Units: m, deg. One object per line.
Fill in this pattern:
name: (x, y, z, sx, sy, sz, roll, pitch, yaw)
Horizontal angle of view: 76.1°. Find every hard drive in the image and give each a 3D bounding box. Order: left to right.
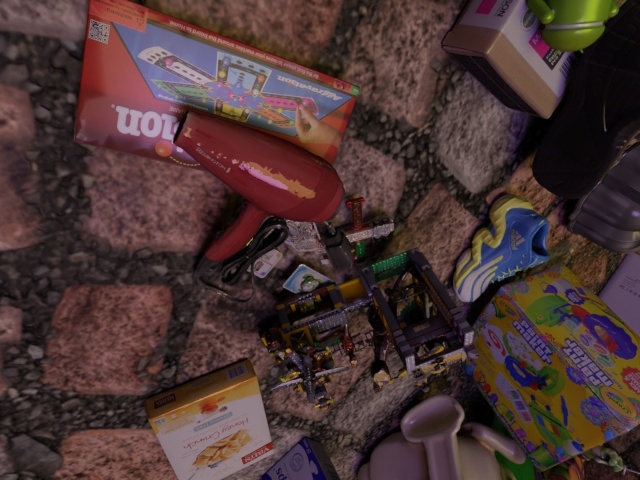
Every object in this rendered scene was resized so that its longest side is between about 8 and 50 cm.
hard drive: (0.868, 0.217, 1.127, 0.040, 0.210, 0.318, 7, 115, -33)

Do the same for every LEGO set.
LEGO set: (0.000, 0.000, 0.625, 0.244, 0.060, 0.182, 31, 106, -32)
LEGO set: (0.086, 0.179, 0.629, 0.332, 0.192, 0.254, -15, 136, -9)

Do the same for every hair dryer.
hair dryer: (-0.077, -0.021, 0.480, 0.224, 0.080, 0.293, -19, 133, 0)

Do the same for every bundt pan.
bundt pan: (0.681, -0.101, 0.828, 0.331, 0.124, 0.330, -22, 142, -18)

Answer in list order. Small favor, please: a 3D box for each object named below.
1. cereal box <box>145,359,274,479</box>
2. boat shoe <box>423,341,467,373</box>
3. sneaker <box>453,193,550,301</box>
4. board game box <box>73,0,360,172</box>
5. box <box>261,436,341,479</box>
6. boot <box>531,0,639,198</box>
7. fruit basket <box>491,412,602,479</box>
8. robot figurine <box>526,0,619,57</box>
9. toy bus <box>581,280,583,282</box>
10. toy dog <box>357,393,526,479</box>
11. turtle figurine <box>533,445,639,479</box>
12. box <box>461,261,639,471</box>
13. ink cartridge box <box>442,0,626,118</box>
cereal box: (-0.180, 0.330, 0.713, 0.173, 0.047, 0.240, -18, 126, -19)
boat shoe: (0.251, 0.219, 0.864, 0.069, 0.081, 0.227, -42, 133, -6)
sneaker: (0.344, 0.038, 0.775, 0.091, 0.126, 0.240, 1, 118, -30)
board game box: (-0.104, -0.144, 0.454, 0.282, 0.027, 0.145, 9, 115, -26)
box: (-0.036, 0.516, 0.859, 0.137, 0.126, 0.072, -44, 131, 1)
boot: (0.492, -0.255, 0.595, 0.284, 0.138, 0.377, -37, 153, -23)
fruit basket: (0.661, 0.537, 1.187, 0.392, 0.283, 0.391, -26, 126, -41)
robot figurine: (0.299, -0.277, 0.475, 0.101, 0.067, 0.115, -12, 119, -10)
toy bus: (0.669, 0.238, 1.081, 0.108, 0.130, 0.332, -37, 130, -5)
toy dog: (0.338, 0.623, 1.022, 0.395, 0.284, 0.408, -39, 127, 25)
turtle figurine: (0.553, 0.532, 0.839, 0.266, 0.274, 0.197, -12, 143, -36)
box: (0.466, 0.256, 0.830, 0.177, 0.290, 0.279, -17, 144, -20)
ink cartridge box: (0.311, -0.319, 0.560, 0.193, 0.088, 0.234, 18, 110, -37)
